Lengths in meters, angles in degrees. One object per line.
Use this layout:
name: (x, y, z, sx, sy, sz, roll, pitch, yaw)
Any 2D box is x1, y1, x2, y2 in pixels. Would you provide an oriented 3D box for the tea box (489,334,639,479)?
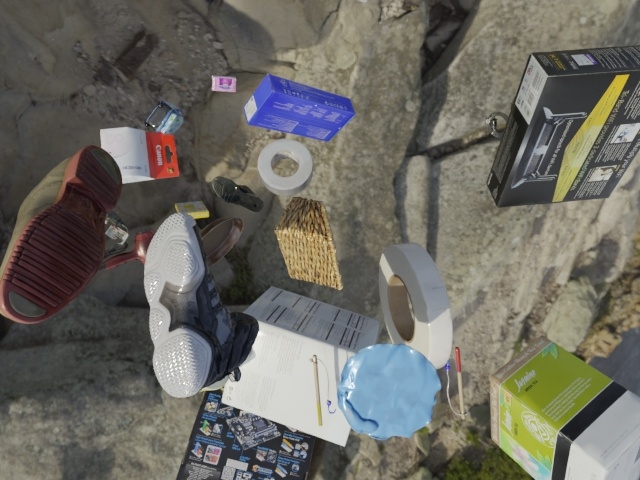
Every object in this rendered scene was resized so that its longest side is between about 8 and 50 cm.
tea box: (0.651, 0.499, 1.205, 0.220, 0.323, 0.329, -30, 127, -17)

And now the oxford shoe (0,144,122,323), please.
oxford shoe: (-0.434, -0.009, 0.736, 0.130, 0.348, 0.123, -17, 132, 18)

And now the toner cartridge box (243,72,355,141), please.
toner cartridge box: (-0.065, -0.434, 1.515, 0.348, 0.075, 0.165, 2, 153, -40)

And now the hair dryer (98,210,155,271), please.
hair dryer: (-0.674, 0.050, 1.597, 0.293, 0.080, 0.223, 34, 88, -22)

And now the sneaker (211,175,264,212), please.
sneaker: (-0.341, -0.190, 1.801, 0.227, 0.130, 0.087, 25, 96, -34)

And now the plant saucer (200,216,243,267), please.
plant saucer: (-0.454, 0.008, 1.907, 0.310, 0.050, 0.310, -45, 166, -14)

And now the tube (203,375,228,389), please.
tube: (-0.240, 0.271, 0.912, 0.070, 0.240, 0.062, -17, 81, -27)

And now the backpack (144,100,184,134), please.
backpack: (-0.518, -0.410, 1.533, 0.084, 0.114, 0.105, 39, 105, -4)

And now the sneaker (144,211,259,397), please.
sneaker: (-0.180, 0.096, 0.701, 0.153, 0.101, 0.268, 18, 60, -58)

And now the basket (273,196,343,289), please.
basket: (0.000, 0.000, 1.619, 0.299, 0.223, 0.213, 76, 33, -46)

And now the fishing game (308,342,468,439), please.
fishing game: (0.120, 0.264, 0.798, 0.264, 0.041, 0.189, -8, 101, 5)

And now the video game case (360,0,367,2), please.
video game case: (0.084, -0.646, 0.847, 0.244, 0.061, 0.269, 19, 108, -55)

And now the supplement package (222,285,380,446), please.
supplement package: (-0.032, 0.250, 0.952, 0.263, 0.198, 0.199, 16, 104, 9)

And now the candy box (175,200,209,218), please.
candy box: (-0.492, -0.117, 1.725, 0.105, 0.206, 0.027, -6, 107, -20)

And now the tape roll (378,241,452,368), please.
tape roll: (0.273, 0.199, 1.360, 0.072, 0.392, 0.392, -9, 116, -10)

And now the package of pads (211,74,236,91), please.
package of pads: (-0.337, -0.548, 1.579, 0.083, 0.032, 0.050, -3, 120, -19)

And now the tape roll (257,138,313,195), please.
tape roll: (-0.138, -0.292, 1.802, 0.219, 0.219, 0.072, -39, 168, -10)

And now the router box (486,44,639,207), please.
router box: (0.481, -0.203, 0.859, 0.243, 0.081, 0.309, -4, 140, -2)

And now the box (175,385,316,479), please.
box: (-0.162, 0.477, 1.091, 0.295, 0.073, 0.293, 15, 64, -3)

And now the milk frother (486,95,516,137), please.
milk frother: (0.553, -0.337, 1.246, 0.135, 0.143, 0.129, 4, 100, -49)

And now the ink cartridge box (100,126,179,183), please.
ink cartridge box: (-0.619, -0.298, 1.546, 0.232, 0.066, 0.189, -10, 74, -9)
